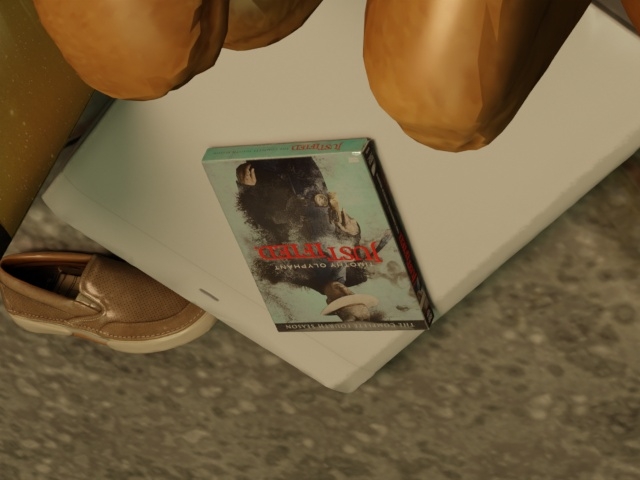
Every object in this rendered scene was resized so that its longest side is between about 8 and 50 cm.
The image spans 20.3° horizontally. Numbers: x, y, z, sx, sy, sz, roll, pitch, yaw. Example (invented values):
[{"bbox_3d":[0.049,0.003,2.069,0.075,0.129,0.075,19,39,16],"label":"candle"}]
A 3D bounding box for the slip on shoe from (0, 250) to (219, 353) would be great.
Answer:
[{"bbox_3d":[-0.120,0.029,0.998,0.135,0.051,0.041,7,138,27],"label":"slip on shoe"}]

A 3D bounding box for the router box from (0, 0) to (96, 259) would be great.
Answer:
[{"bbox_3d":[-0.218,-0.137,0.727,0.081,0.243,0.309,-12,128,31],"label":"router box"}]

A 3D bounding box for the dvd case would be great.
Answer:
[{"bbox_3d":[0.000,0.000,0.887,0.087,0.013,0.119,-2,134,23],"label":"dvd case"}]

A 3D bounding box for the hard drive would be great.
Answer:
[{"bbox_3d":[0.015,-0.054,0.867,0.203,0.040,0.307,33,137,-12],"label":"hard drive"}]

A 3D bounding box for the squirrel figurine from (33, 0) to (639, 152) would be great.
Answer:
[{"bbox_3d":[-0.034,-0.248,0.570,0.370,0.281,0.397,19,116,24],"label":"squirrel figurine"}]
